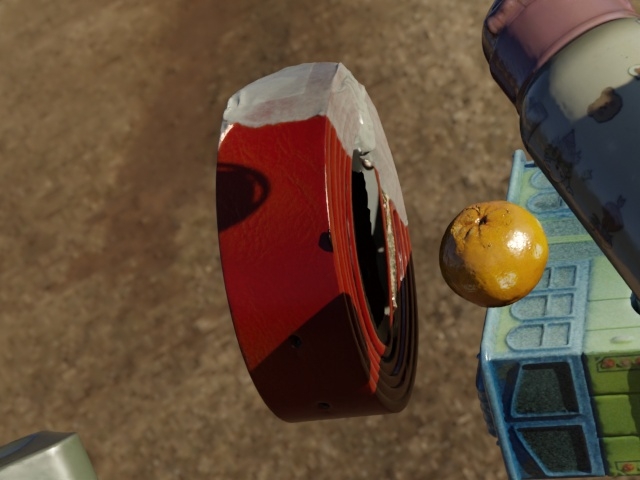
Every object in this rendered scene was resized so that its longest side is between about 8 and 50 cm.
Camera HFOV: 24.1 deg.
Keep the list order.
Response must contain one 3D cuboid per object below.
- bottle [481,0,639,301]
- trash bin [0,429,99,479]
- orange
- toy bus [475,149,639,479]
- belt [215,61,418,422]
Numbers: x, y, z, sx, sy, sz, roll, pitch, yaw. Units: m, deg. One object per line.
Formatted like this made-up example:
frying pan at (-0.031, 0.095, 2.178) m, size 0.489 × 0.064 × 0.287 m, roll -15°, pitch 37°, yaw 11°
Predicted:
bottle at (0.178, -0.061, 0.856) m, size 0.110 × 0.110 × 0.233 m, roll -30°, pitch 61°, yaw -5°
trash bin at (-0.143, 0.227, 0.703) m, size 0.164 × 0.240 × 0.122 m, roll -21°, pitch 2°, yaw -22°
orange at (0.129, 0.010, 1.121) m, size 0.083 × 0.070 × 0.083 m, roll -12°, pitch 50°, yaw 15°
toy bus at (0.243, 0.051, 1.284) m, size 0.190 × 0.152 × 0.312 m, roll -6°, pitch 35°, yaw 18°
belt at (0.000, 0.000, 1.342) m, size 0.115 × 0.323 × 0.227 m, roll -9°, pitch 1°, yaw 19°
